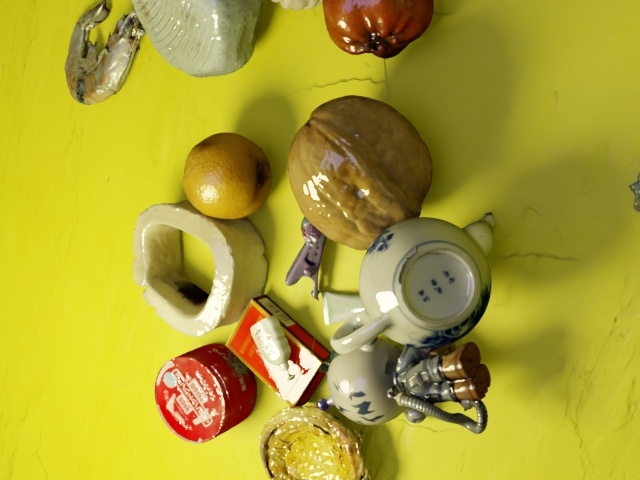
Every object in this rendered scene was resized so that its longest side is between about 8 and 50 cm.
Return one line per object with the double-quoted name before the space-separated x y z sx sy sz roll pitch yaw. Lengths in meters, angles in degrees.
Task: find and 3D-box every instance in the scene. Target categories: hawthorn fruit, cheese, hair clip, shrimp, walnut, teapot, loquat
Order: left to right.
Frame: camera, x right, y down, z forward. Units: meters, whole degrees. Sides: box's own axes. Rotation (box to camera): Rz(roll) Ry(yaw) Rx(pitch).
"shrimp" -0.559 -0.503 2.176 0.360 0.085 0.246 -39 69 33
"cheese" -0.306 0.057 2.043 0.332 0.153 0.292 31 111 26
"loquat" -0.211 -0.146 1.930 0.208 0.208 0.207 5 99 31
"hair clip" -0.015 0.000 1.884 0.091 0.137 0.278 11 106 -6
"walnut" 0.082 -0.136 1.710 0.313 0.277 0.252 40 153 -18
"hawthorn fruit" 0.115 -0.498 1.688 0.224 0.224 0.260 -8 68 32
"teapot" 0.194 0.082 1.646 0.424 0.280 0.252 -38 95 -6

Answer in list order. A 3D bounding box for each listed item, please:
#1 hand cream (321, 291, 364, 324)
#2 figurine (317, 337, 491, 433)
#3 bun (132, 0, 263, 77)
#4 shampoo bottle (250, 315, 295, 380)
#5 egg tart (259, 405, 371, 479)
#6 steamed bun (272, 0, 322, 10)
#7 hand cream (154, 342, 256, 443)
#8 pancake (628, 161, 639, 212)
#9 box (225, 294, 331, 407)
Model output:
"hand cream" 0.088 0.148 1.878 0.205 0.050 0.078 -6 93 36
"figurine" 0.166 0.280 1.766 0.382 0.186 0.260 -16 98 37
"bun" -0.273 -0.544 1.907 0.355 0.194 0.354 29 138 29
"shampoo bottle" -0.101 0.252 1.927 0.077 0.045 0.151 -33 78 28
"egg tart" -0.002 0.496 1.945 0.291 0.107 0.290 6 104 26
"steamed bun" -0.067 -0.571 1.813 0.182 0.183 0.106 58 141 12
"hand cream" -0.280 0.372 2.075 0.230 0.149 0.230 4 98 29
"pancake" 0.624 -0.100 1.529 0.116 0.023 0.129 24 108 24
"box" -0.097 0.261 1.995 0.240 0.074 0.153 40 111 22
